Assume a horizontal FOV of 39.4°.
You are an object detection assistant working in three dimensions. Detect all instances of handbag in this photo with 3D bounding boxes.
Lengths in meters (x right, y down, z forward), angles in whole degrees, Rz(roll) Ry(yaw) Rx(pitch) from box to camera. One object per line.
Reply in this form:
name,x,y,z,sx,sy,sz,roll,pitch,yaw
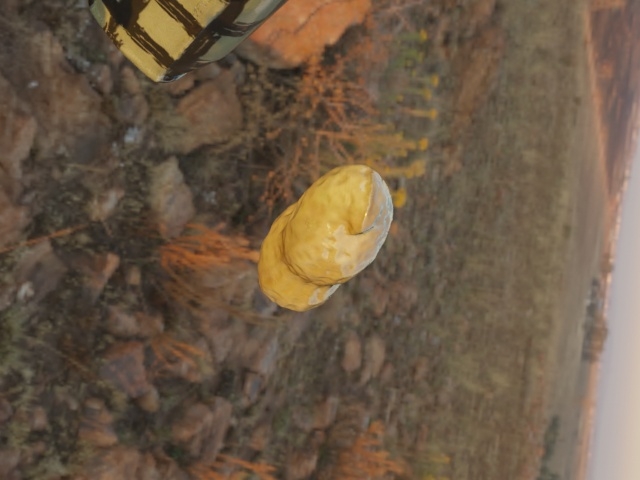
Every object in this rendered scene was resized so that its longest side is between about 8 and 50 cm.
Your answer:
handbag,-0.040,-0.342,0.901,0.162,0.325,0.327,47,51,-9

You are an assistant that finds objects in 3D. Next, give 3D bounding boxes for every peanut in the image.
peanut,0.000,0.000,0.932,0.263,0.101,0.117,137,-47,-67
